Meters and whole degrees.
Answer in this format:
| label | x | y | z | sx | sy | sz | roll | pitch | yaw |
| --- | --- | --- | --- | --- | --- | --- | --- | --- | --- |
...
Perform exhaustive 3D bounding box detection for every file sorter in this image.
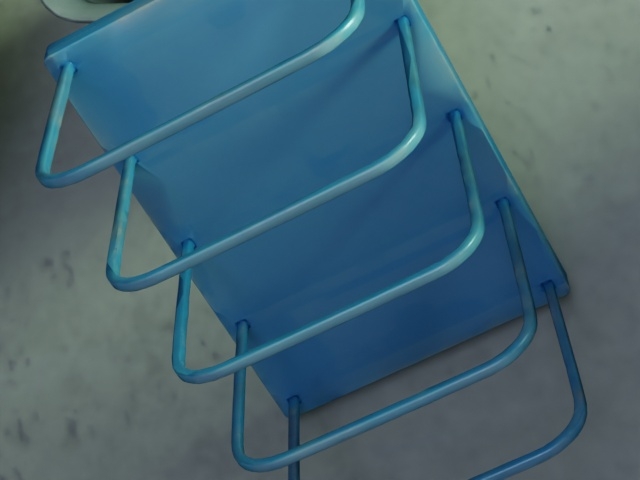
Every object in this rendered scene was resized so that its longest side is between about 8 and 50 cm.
| label | x | y | z | sx | sy | sz | roll | pitch | yaw |
| --- | --- | --- | --- | --- | --- | --- | --- | --- | --- |
| file sorter | 0.000 | 0.000 | 0.537 | 0.118 | 0.104 | 0.170 | -25 | 118 | 13 |

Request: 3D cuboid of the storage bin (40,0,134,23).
| label | x | y | z | sx | sy | sz | roll | pitch | yaw |
| --- | --- | --- | --- | --- | --- | --- | --- | --- | --- |
| storage bin | -0.025 | -0.117 | 0.620 | 0.135 | 0.091 | 0.098 | 1 | 81 | 18 |
